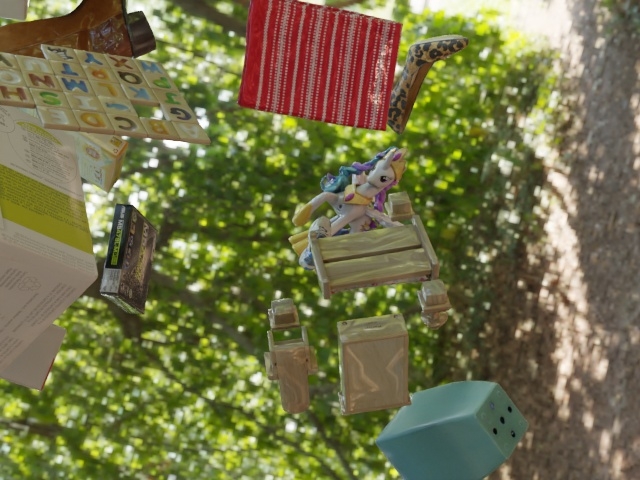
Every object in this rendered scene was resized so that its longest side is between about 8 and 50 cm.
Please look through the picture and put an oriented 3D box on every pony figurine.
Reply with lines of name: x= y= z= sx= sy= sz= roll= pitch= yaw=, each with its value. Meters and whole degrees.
pony figurine: x=0.100 y=-0.065 z=2.341 sx=0.363 sy=0.303 sz=0.351 roll=-39 pitch=-24 yaw=0

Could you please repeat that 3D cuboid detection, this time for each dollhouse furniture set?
dollhouse furniture set: x=0.044 y=0.104 z=1.572 sx=0.356 sy=0.303 sz=0.174 roll=-104 pitch=8 yaw=-51

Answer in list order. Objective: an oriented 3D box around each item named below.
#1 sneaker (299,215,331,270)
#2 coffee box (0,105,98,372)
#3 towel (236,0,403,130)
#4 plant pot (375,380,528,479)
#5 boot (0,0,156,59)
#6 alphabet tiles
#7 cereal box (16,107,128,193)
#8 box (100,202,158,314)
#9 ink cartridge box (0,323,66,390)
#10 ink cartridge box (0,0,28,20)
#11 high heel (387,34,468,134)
sneaker: x=0.000 y=0.000 z=1.975 sx=0.058 sy=0.052 sz=0.135 roll=-49 pitch=20 yaw=55
coffee box: x=-0.599 y=-0.021 z=1.441 sx=0.337 sy=0.338 sz=0.334 roll=-40 pitch=48 yaw=22
towel: x=0.000 y=-0.305 z=1.596 sx=0.031 sy=0.274 sz=0.199 roll=-145 pitch=64 yaw=-75
plant pot: x=0.264 y=0.372 z=1.769 sx=0.234 sy=0.165 sz=0.165 roll=-33 pitch=5 yaw=47
boot: x=-0.486 y=-0.413 z=1.737 sx=0.264 sy=0.280 sz=0.096 roll=64 pitch=161 yaw=14
alphabet tiles: x=-0.267 y=-0.177 z=1.085 sx=0.198 sy=0.237 sz=0.009 roll=55 pitch=131 yaw=43
cereal box: x=-0.493 y=-0.203 z=1.794 sx=0.047 sy=0.240 sz=0.173 roll=-59 pitch=5 yaw=-27
box: x=-0.390 y=0.041 z=1.898 sx=0.184 sy=0.045 sz=0.191 roll=65 pitch=-150 yaw=-71
ink cartridge box: x=-0.588 y=0.205 z=1.801 sx=0.176 sy=0.127 sz=0.128 roll=-5 pitch=64 yaw=66
ink cartridge box: x=-0.776 y=-0.639 z=2.118 sx=0.306 sy=0.226 sz=0.131 roll=-107 pitch=26 yaw=-48
high heel: x=0.229 y=-0.337 z=2.004 sx=0.093 sy=0.261 sz=0.186 roll=-20 pitch=-81 yaw=-45
